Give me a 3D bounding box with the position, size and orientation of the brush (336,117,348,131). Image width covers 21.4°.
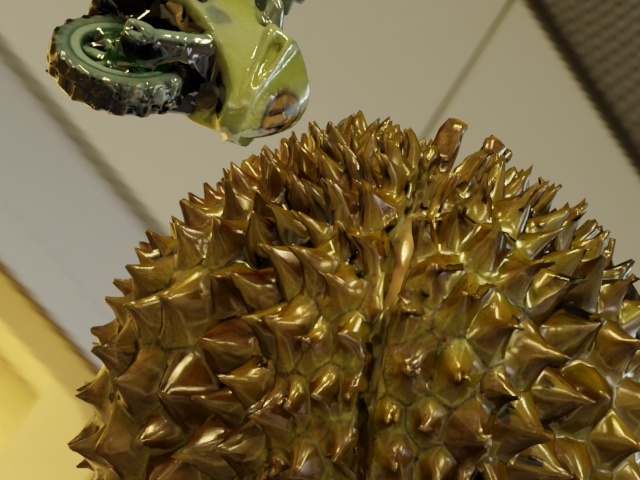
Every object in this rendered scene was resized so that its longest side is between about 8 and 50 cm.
[{"bbox_3d":[0.068,0.030,1.745,0.070,0.051,0.323,-11,-81,15],"label":"brush"}]

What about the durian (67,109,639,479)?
[{"bbox_3d":[0.027,0.117,0.954,0.347,0.384,0.347,14,8,-2],"label":"durian"}]

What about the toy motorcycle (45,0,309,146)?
[{"bbox_3d":[-0.118,-0.221,1.608,0.237,0.410,0.169,20,-55,-11],"label":"toy motorcycle"}]

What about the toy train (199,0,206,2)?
[{"bbox_3d":[-0.111,-0.261,1.286,0.160,0.296,0.100,-47,-121,26],"label":"toy train"}]
